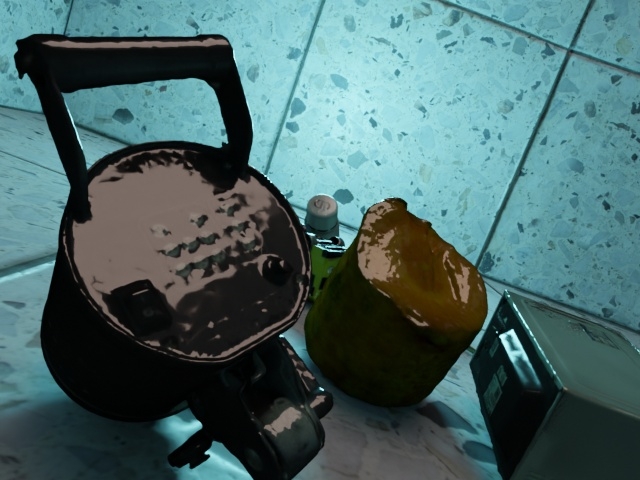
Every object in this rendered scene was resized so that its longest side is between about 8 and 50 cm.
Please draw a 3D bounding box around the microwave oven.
[{"bbox_3d":[0.356,0.235,0.662,0.237,0.181,0.295,19,19,3],"label":"microwave oven"}]

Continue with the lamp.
[{"bbox_3d":[-0.154,0.042,0.447,0.272,0.374,0.205,-16,7,46],"label":"lamp"}]

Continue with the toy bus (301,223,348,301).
[{"bbox_3d":[-0.040,0.046,1.090,0.128,0.150,0.262,5,13,-46],"label":"toy bus"}]

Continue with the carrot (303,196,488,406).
[{"bbox_3d":[0.105,0.128,0.732,0.241,0.341,0.242,13,41,-11],"label":"carrot"}]

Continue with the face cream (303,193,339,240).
[{"bbox_3d":[0.000,0.000,1.275,0.143,0.089,0.314,21,-34,12],"label":"face cream"}]

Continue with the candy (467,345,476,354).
[{"bbox_3d":[0.256,0.198,1.140,0.305,0.083,0.091,32,11,20],"label":"candy"}]
